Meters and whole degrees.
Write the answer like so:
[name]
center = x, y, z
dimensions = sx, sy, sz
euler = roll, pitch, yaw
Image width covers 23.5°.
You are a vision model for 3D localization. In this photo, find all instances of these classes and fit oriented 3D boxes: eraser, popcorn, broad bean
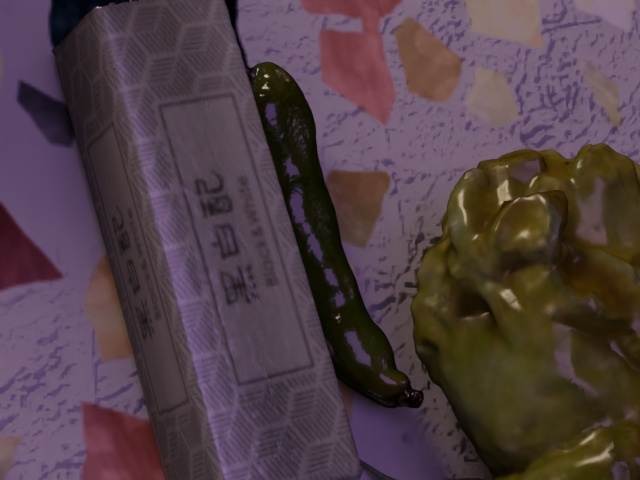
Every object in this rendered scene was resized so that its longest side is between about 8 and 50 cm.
[eraser]
center = -0.065, 0.049, 0.958
dimensions = 0.098, 0.096, 0.403
euler = -12, 80, -28
[popcorn]
center = 0.187, 0.076, 1.020
dimensions = 0.225, 0.174, 0.286
euler = -6, 72, -35
[broad bean]
center = -0.001, 0.000, 1.027
dimensions = 0.052, 0.053, 0.256
euler = -11, 78, -66

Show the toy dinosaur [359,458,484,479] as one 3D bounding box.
[toy dinosaur]
center = 0.108, 0.189, 1.032
dimensions = 0.180, 0.037, 0.058
euler = 25, 42, -24
